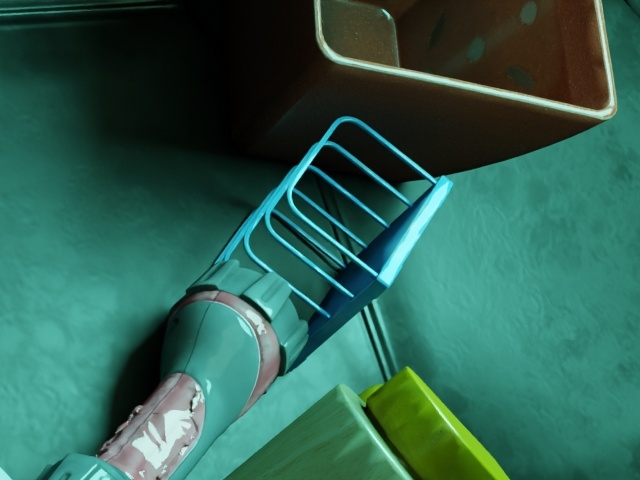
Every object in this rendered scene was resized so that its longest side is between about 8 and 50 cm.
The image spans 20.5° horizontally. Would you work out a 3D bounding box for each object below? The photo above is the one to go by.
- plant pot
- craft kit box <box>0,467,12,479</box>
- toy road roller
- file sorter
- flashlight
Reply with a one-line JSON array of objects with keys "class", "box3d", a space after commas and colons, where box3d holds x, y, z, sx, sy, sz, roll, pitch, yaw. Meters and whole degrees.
[{"class": "plant pot", "box3d": [0.052, -0.187, 1.458, 0.267, 0.236, 0.267, 9, 63, -27]}, {"class": "craft kit box", "box3d": [-0.215, 0.281, 1.131, 0.246, 0.061, 0.250, 44, 32, -2]}, {"class": "toy road roller", "box3d": [0.025, 0.193, 1.218, 0.329, 0.202, 0.240, 48, 4, -45]}, {"class": "file sorter", "box3d": [0.000, 0.000, 1.378, 0.104, 0.170, 0.118, 39, 53, -5]}, {"class": "flashlight", "box3d": [-0.114, 0.126, 1.246, 0.103, 0.103, 0.304, 45, 38, -2]}]
